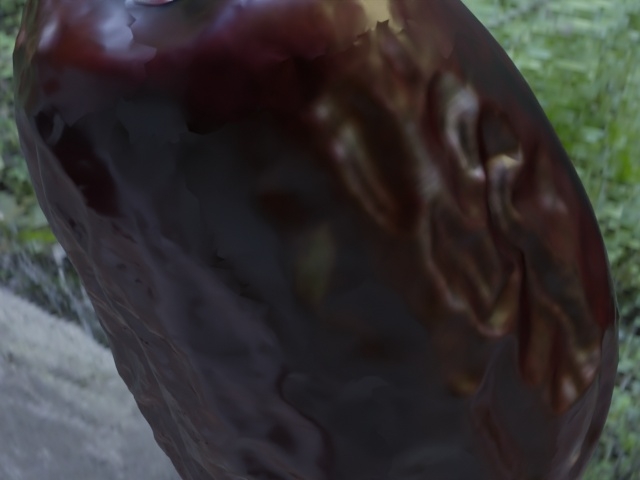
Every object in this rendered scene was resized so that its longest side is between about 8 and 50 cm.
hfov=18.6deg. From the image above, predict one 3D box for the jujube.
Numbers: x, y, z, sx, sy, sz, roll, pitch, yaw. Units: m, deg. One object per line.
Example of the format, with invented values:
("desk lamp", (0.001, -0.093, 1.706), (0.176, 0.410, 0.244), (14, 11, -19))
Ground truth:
("jujube", (0.000, 0.000, 0.770), (0.223, 0.318, 0.223), (-13, 49, 15))
